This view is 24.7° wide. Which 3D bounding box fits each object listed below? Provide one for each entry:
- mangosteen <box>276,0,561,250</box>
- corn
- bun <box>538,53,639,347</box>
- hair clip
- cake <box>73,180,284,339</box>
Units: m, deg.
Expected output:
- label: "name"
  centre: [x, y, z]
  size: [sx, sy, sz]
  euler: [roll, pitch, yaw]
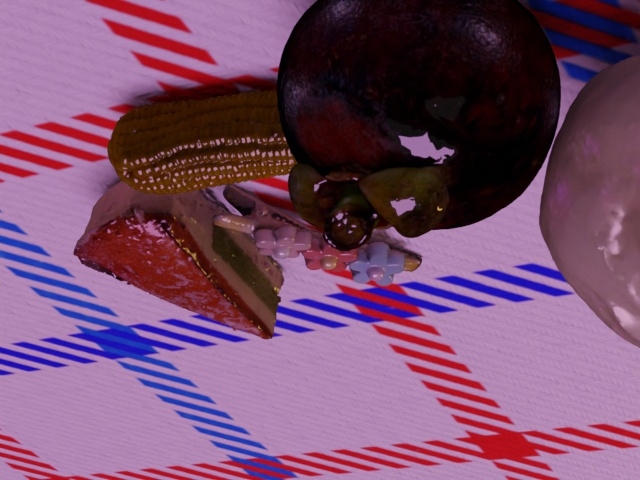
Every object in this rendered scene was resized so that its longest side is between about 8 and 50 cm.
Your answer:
- label: "mangosteen"
  centre: [0.071, -0.094, 1.069]
  size: [0.216, 0.216, 0.216]
  euler: [7, 147, 4]
- label: "corn"
  centre: [-0.071, -0.085, 1.240]
  size: [0.231, 0.080, 0.080]
  euler: [-5, 145, 19]
- label: "bun"
  centre: [0.333, -0.007, 1.058]
  size: [0.361, 0.213, 0.361]
  euler: [8, 163, 2]
- label: "hair clip"
  centre: [-0.001, 0.006, 1.379]
  size: [0.214, 0.056, 0.062]
  euler: [21, 146, -17]
- label: "cake"
  centre: [-0.109, 0.007, 1.381]
  size: [0.220, 0.086, 0.117]
  euler: [24, 147, -20]
